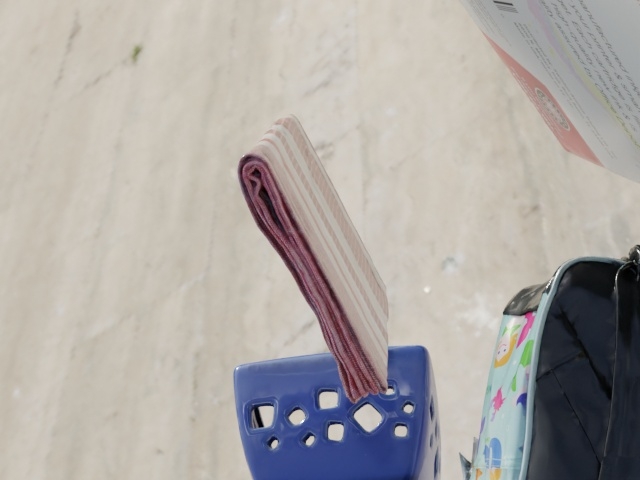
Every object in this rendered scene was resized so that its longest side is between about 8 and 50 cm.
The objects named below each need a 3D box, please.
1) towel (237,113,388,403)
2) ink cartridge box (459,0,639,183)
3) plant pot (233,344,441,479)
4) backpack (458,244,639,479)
[{"bbox_3d":[0.000,0.000,1.101,0.037,0.237,0.329,-25,10,9],"label":"towel"},{"bbox_3d":[0.184,-0.137,0.603,0.131,0.226,0.306,-39,21,-2],"label":"ink cartridge box"},{"bbox_3d":[0.027,0.278,1.317,0.235,0.236,0.212,-6,51,6],"label":"plant pot"},{"bbox_3d":[0.197,0.156,0.676,0.191,0.225,0.254,115,166,-69],"label":"backpack"}]
